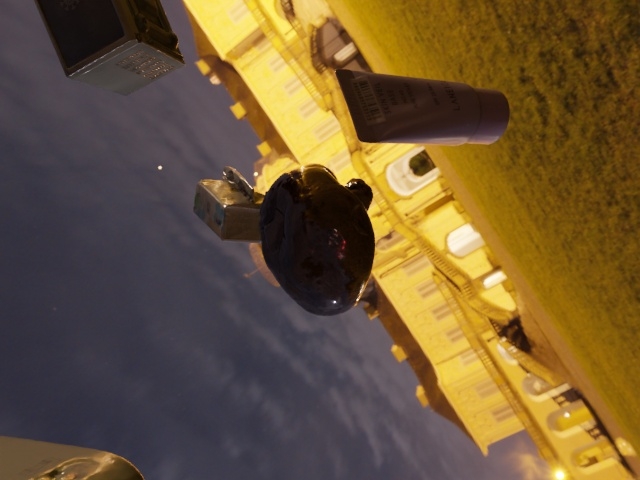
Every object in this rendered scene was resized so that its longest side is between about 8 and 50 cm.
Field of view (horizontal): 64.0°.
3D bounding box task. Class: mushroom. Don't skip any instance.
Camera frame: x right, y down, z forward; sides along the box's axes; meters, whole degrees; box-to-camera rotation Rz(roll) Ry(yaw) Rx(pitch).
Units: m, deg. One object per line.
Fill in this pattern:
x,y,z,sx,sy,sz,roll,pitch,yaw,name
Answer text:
-0.014,-0.003,0.692,0.138,0.194,0.231,16,-169,-21,mushroom

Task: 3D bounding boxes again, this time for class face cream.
0.162,-0.205,0.809,0.274,0.096,0.153,-2,-119,-23,face cream

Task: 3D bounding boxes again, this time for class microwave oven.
-0.345,-0.383,0.827,0.240,0.145,0.194,67,-164,-1,microwave oven

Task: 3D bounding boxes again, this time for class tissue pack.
-0.200,-0.096,1.260,0.159,0.145,0.229,2,-161,-31,tissue pack

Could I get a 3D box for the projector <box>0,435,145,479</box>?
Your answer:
-0.299,0.308,0.371,0.249,0.249,0.247,16,-103,-77,projector
